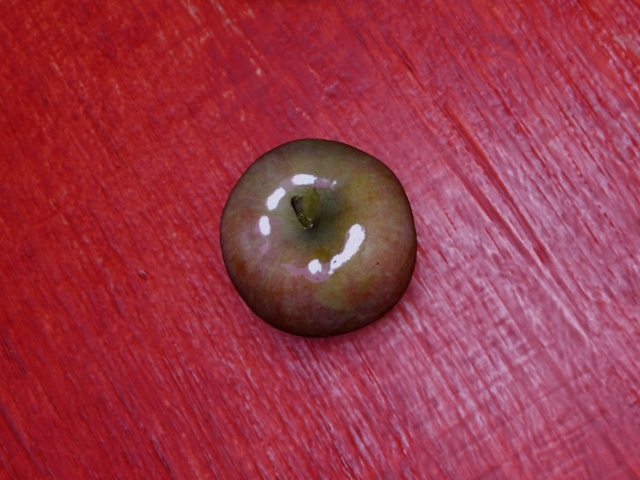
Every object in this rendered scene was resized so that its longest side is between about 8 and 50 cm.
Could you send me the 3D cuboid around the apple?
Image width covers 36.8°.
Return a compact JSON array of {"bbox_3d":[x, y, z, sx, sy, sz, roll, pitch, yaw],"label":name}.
[{"bbox_3d":[0.000,0.000,0.918,0.188,0.174,0.188,-2,80,9],"label":"apple"}]
